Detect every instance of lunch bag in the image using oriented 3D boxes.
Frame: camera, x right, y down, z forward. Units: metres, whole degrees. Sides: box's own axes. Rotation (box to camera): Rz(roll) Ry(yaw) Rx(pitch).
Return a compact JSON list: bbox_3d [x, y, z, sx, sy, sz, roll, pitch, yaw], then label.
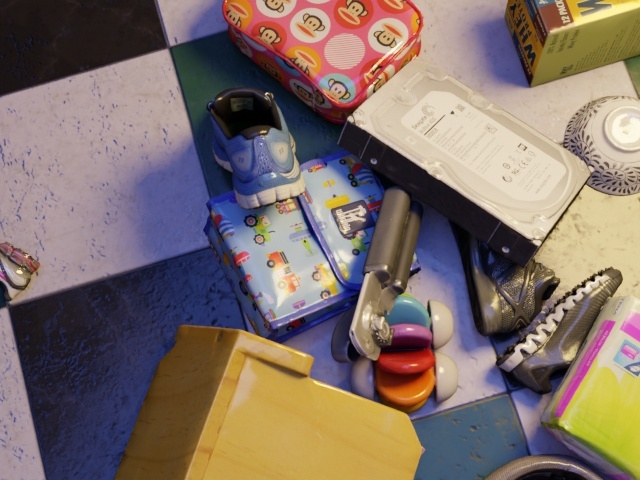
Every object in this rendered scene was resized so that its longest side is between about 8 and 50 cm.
[{"bbox_3d":[0.016,-0.359,1.739,0.293,0.120,0.258,40,80,12],"label":"lunch bag"},{"bbox_3d":[0.000,0.000,1.657,0.293,0.138,0.221,-24,75,-17],"label":"lunch bag"}]

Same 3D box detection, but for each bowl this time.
[{"bbox_3d":[0.474,-0.162,1.686,0.170,0.080,0.170,-1,76,2],"label":"bowl"}]

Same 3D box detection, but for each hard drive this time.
[{"bbox_3d":[0.225,-0.130,1.639,0.339,0.064,0.237,35,46,12],"label":"hard drive"}]

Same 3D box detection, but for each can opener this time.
[{"bbox_3d":[0.075,0.048,1.563,0.095,0.076,0.283,-11,46,34],"label":"can opener"}]

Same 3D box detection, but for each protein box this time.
[{"bbox_3d":[0.411,-0.363,1.680,0.201,0.200,0.136,-17,75,-1],"label":"protein box"}]

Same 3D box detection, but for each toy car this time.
[{"bbox_3d":[0.120,0.160,1.587,0.159,0.136,0.182,-4,75,2],"label":"toy car"}]

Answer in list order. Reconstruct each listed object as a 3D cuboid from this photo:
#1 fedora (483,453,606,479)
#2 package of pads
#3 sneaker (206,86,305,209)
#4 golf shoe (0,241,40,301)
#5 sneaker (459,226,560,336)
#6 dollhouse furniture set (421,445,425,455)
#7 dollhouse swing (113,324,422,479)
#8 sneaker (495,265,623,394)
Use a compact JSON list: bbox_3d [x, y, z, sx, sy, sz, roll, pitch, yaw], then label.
[{"bbox_3d":[0.309,0.441,1.509,0.244,0.124,0.275,8,67,3],"label":"fedora"},{"bbox_3d":[0.486,0.251,1.532,0.297,0.101,0.229,33,79,-5],"label":"package of pads"},{"bbox_3d":[-0.100,-0.171,1.612,0.130,0.330,0.147,-15,115,-9],"label":"sneaker"},{"bbox_3d":[-0.538,0.023,1.690,0.186,0.067,0.086,29,80,9],"label":"golf shoe"},{"bbox_3d":[0.284,0.027,1.644,0.130,0.087,0.227,-7,72,-8],"label":"sneaker"},{"bbox_3d":[0.085,0.300,1.579,0.114,0.081,0.091,41,80,12],"label":"dollhouse furniture set"},{"bbox_3d":[-0.086,0.338,1.557,0.305,0.315,0.346,25,76,-26],"label":"dollhouse swing"},{"bbox_3d":[0.379,0.141,1.615,0.234,0.078,0.106,-41,83,-7],"label":"sneaker"}]
